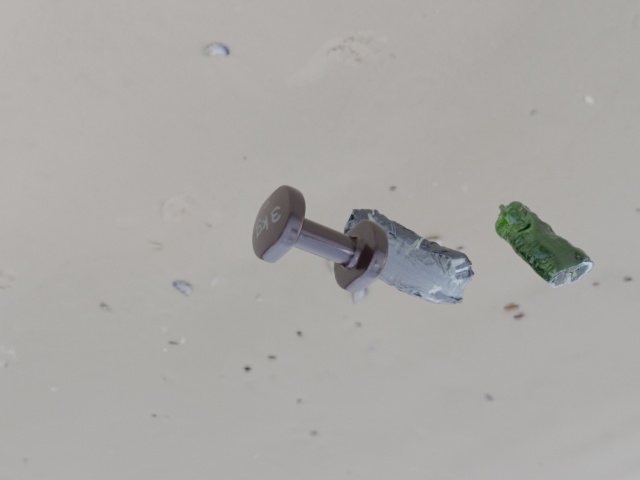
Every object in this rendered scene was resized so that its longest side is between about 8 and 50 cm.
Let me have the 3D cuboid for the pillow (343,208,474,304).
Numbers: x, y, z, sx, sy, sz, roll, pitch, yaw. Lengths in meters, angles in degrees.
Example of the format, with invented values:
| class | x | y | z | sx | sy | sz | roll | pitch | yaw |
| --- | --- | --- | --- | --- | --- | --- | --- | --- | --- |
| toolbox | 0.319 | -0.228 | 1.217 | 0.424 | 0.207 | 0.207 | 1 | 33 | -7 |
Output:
| class | x | y | z | sx | sy | sz | roll | pitch | yaw |
| --- | --- | --- | --- | --- | --- | --- | --- | --- | --- |
| pillow | 0.202 | 0.038 | 1.968 | 0.335 | 0.092 | 0.162 | 28 | 118 | 13 |

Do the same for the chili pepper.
| class | x | y | z | sx | sy | sz | roll | pitch | yaw |
| --- | --- | --- | --- | --- | --- | --- | --- | --- | --- |
| chili pepper | 0.516 | -0.002 | 1.983 | 0.136 | 0.270 | 0.099 | -27 | 144 | -15 |

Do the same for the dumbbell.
| class | x | y | z | sx | sy | sz | roll | pitch | yaw |
| --- | --- | --- | --- | --- | --- | --- | --- | --- | --- |
| dumbbell | 0.000 | 0.000 | 1.458 | 0.225 | 0.124 | 0.140 | 20 | 139 | -27 |
